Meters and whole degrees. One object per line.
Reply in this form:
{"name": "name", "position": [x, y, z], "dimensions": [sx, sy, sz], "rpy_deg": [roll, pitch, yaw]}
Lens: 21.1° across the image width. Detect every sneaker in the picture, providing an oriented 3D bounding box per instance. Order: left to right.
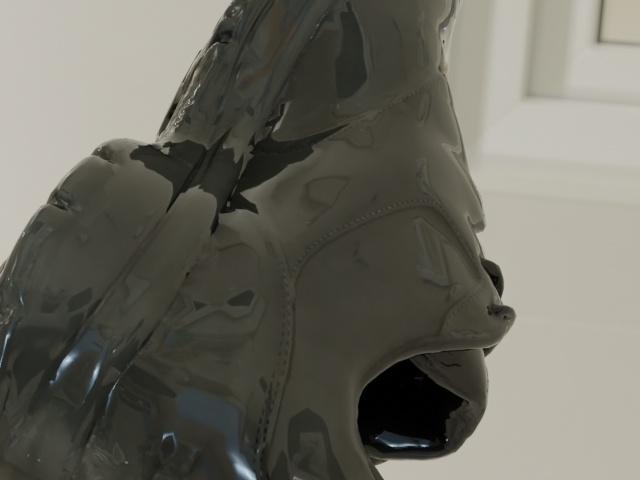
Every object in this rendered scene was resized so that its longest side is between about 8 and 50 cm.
{"name": "sneaker", "position": [0.000, 0.000, 0.512], "dimensions": [0.109, 0.130, 0.286], "rpy_deg": [-61, -1, 43]}
